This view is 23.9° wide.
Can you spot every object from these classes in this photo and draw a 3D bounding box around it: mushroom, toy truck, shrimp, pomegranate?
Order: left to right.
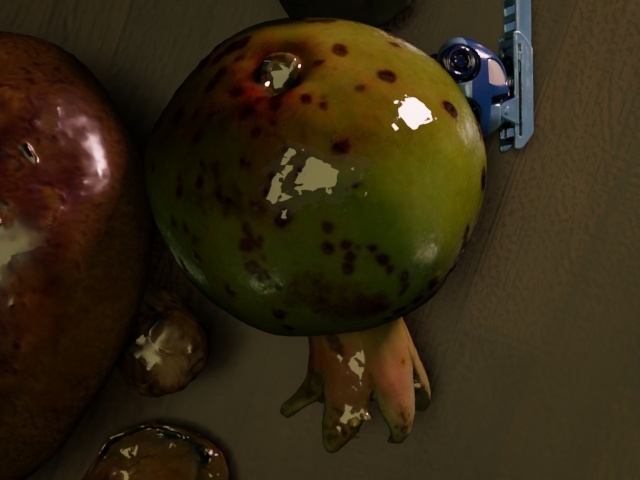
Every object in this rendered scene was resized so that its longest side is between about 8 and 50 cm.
[{"bbox_3d":[-0.266,0.015,1.062,0.345,0.239,0.345,-4,63,8],"label":"mushroom"},{"bbox_3d":[-0.154,0.259,1.117,0.117,0.066,0.262,26,79,23],"label":"shrimp"},{"bbox_3d":[-0.014,-0.009,1.021,0.231,0.231,0.285,18,124,9],"label":"pomegranate"},{"bbox_3d":[0.112,-0.131,1.076,0.074,0.063,0.136,-2,92,-14],"label":"toy truck"}]

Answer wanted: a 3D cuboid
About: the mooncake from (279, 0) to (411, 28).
[{"bbox_3d":[-0.001,-0.208,1.038,0.104,0.175,0.168,-35,42,3],"label":"mooncake"}]
